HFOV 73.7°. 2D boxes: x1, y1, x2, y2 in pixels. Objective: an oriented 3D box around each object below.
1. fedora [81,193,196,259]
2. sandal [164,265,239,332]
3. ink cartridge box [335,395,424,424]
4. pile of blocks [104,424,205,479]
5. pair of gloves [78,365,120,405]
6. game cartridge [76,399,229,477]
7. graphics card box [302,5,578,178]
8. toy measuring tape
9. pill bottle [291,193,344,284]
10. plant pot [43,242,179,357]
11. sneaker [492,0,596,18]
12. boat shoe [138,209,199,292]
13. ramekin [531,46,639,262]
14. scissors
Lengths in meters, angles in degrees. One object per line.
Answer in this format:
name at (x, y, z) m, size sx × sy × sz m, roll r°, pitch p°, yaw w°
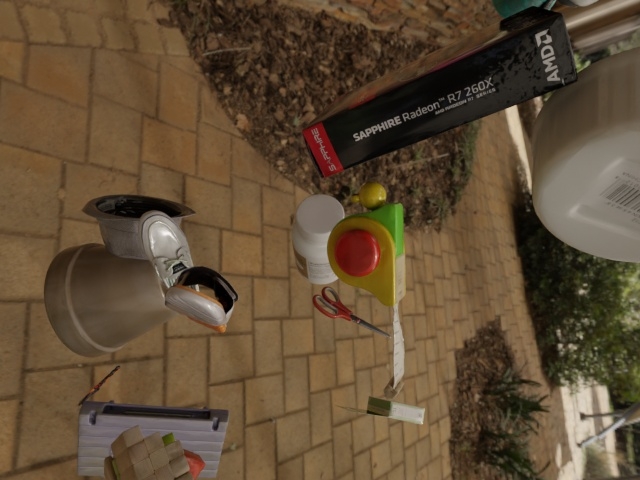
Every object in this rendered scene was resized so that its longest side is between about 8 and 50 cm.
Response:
fedora at (-0.444, -0.028, 1.049) m, size 0.244 × 0.275 × 0.124 m, roll -15°, pitch 117°, yaw -54°
sandal at (-0.162, 0.077, 0.612) m, size 0.102 × 0.265 × 0.076 m, roll 29°, pitch 70°, yaw -10°
ink cartridge box at (0.184, 0.529, 1.357) m, size 0.235 × 0.171 × 0.056 m, roll 17°, pitch 71°, yaw -13°
pile of blocks at (-0.243, 0.391, 0.642) m, size 0.112 × 0.149 × 0.362 m, roll -11°, pitch 131°, yaw -42°
pair of gloves at (-0.413, 0.271, 0.799) m, size 0.010 × 0.074 × 0.083 m, roll 47°, pitch 25°, yaw -6°
game cartridge at (-0.434, 0.525, 1.113) m, size 0.355 × 0.230 × 0.068 m, roll 10°, pitch 28°, yaw -14°
graphics card box at (0.171, -0.235, 0.676) m, size 0.094 × 0.371 × 0.233 m, roll 64°, pitch 28°, yaw -21°
toy measuring tape at (0.070, 0.076, 0.665) m, size 0.121 × 0.121 × 0.330 m, roll -13°, pitch 103°, yaw -54°
pill bottle at (0.000, 0.000, 0.982) m, size 0.229 × 0.131 × 0.131 m, roll 88°, pitch 13°, yaw -61°
plant pot at (-0.535, 0.144, 1.207) m, size 0.323 × 0.280 × 0.323 m, roll -13°, pitch 90°, yaw -83°
sneaker at (0.357, -0.416, 0.679) m, size 0.124 × 0.178 × 0.295 m, roll 37°, pitch 58°, yaw -13°
boat shoe at (-0.284, 0.047, 0.844) m, size 0.083 × 0.076 × 0.226 m, roll -31°, pitch 125°, yaw -23°
ramekin at (0.420, -0.093, 0.557) m, size 0.277 × 0.277 × 0.135 m, roll 51°, pitch 51°, yaw -34°
scissors at (0.102, 0.261, 1.398) m, size 0.297 × 0.021 × 0.109 m, roll 40°, pitch 39°, yaw -3°
